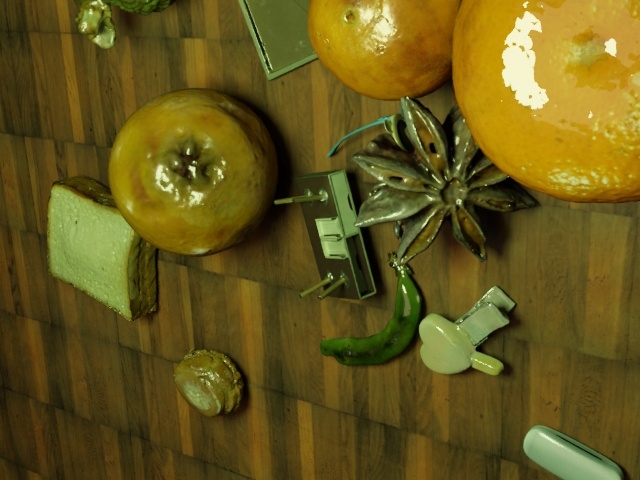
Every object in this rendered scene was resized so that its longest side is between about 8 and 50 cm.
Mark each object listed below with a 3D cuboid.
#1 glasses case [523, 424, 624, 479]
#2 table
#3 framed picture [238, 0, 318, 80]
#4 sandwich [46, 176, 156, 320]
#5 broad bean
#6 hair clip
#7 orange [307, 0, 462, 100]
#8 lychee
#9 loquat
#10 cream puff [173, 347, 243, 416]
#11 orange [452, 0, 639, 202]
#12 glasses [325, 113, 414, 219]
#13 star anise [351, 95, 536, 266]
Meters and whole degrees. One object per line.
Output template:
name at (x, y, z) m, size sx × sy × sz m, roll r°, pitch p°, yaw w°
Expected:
glasses case at (0.438, 0.385, 1.587) m, size 0.179 × 0.045 × 0.067 m, roll 27°, pitch 120°, yaw 26°
table at (0.000, 0.000, 1.697) m, size 0.122 × 0.111 × 0.240 m, roll -1°, pitch 106°, yaw 57°
framed picture at (-0.064, -0.473, 1.650) m, size 0.232 × 0.024 × 0.314 m, roll -16°, pitch 96°, yaw 38°
sandwich at (-0.500, 0.005, 2.091) m, size 0.301 × 0.099 × 0.271 m, roll 23°, pitch 114°, yaw 31°
broad bean at (0.109, 0.162, 1.745) m, size 0.144 × 0.049 × 0.292 m, roll 48°, pitch 125°, yaw 20°
hair clip at (0.263, 0.178, 1.630) m, size 0.159 × 0.071 × 0.218 m, roll 50°, pitch 132°, yaw 7°
orange at (0.111, -0.361, 1.438) m, size 0.284 × 0.226 × 0.283 m, roll 9°, pitch 107°, yaw 34°
lychee at (-0.358, -0.537, 1.689) m, size 0.320 × 0.270 × 0.270 m, roll -29°, pitch 88°, yaw 8°
loquat at (-0.238, -0.127, 1.719) m, size 0.329 × 0.328 × 0.328 m, roll 13°, pitch 114°, yaw 32°
cream puff at (-0.238, 0.307, 2.001) m, size 0.165 × 0.115 × 0.150 m, roll 53°, pitch 136°, yaw -4°
orange at (0.388, -0.254, 1.212) m, size 0.424 × 0.326 × 0.423 m, roll 4°, pitch 99°, yaw 24°
glasses at (0.111, -0.124, 1.644) m, size 0.221 × 0.088 × 0.189 m, roll -4°, pitch 106°, yaw 57°
star anise at (0.197, -0.102, 1.470) m, size 0.117 × 0.332 × 0.331 m, roll -116°, pitch 32°, yaw -59°
